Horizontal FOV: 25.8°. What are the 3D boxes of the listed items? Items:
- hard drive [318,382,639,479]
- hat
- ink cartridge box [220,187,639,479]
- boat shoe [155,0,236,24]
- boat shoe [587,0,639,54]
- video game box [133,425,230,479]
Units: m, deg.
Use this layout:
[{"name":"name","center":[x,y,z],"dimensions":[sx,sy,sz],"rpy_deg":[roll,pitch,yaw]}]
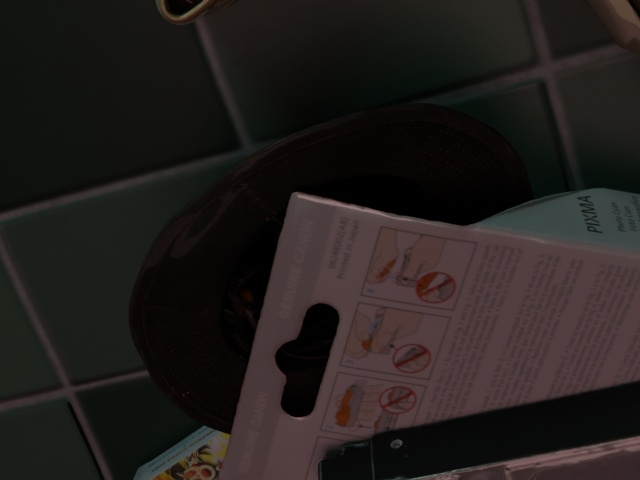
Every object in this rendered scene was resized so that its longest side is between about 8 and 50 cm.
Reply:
[{"name":"hard drive","center":[0.189,0.235,1.132],"dimensions":[0.339,0.064,0.237],"rpy_deg":[-12,126,8]},{"name":"hat","center":[0.000,0.000,1.109],"dimensions":[0.331,0.134,0.331],"rpy_deg":[-11,130,-13]},{"name":"ink cartridge box","center":[0.135,0.094,1.120],"dimensions":[0.385,0.091,0.308],"rpy_deg":[10,126,-7]},{"name":"boat shoe","center":[-0.041,-0.284,1.013],"dimensions":[0.105,0.089,0.285],"rpy_deg":[24,116,-3]},{"name":"boat shoe","center":[0.299,-0.133,1.027],"dimensions":[0.104,0.110,0.307],"rpy_deg":[-35,107,22]},{"name":"video game box","center":[-0.040,0.247,1.295],"dimensions":[0.187,0.048,0.205],"rpy_deg":[-36,106,19]}]
